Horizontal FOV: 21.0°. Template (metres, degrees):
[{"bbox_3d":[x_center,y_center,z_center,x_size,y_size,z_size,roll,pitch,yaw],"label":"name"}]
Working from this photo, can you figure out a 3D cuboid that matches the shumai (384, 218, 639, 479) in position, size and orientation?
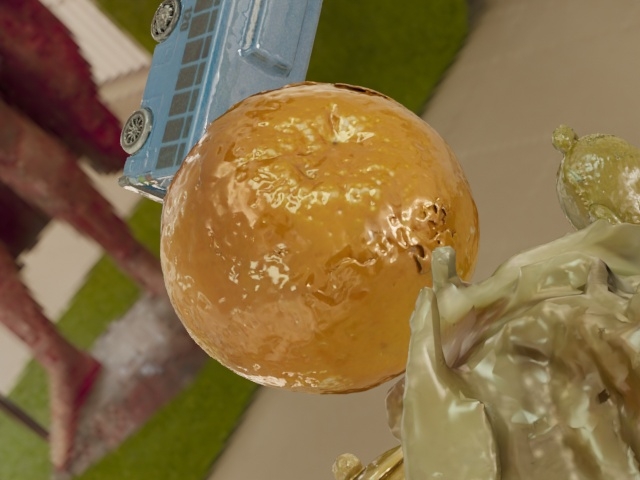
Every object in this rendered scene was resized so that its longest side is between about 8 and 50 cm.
[{"bbox_3d":[0.151,0.109,0.727,0.262,0.314,0.267,-29,54,15],"label":"shumai"}]

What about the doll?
[{"bbox_3d":[0.280,-0.024,1.417,0.097,0.209,0.137,-49,40,23],"label":"doll"}]

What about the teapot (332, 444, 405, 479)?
[{"bbox_3d":[0.067,0.269,1.615,0.203,0.167,0.311,-49,-9,30],"label":"teapot"}]

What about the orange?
[{"bbox_3d":[-0.001,0.000,1.165,0.219,0.193,0.219,-11,37,8],"label":"orange"}]

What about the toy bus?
[{"bbox_3d":[-0.082,-0.145,1.521,0.133,0.116,0.234,-6,67,52],"label":"toy bus"}]
